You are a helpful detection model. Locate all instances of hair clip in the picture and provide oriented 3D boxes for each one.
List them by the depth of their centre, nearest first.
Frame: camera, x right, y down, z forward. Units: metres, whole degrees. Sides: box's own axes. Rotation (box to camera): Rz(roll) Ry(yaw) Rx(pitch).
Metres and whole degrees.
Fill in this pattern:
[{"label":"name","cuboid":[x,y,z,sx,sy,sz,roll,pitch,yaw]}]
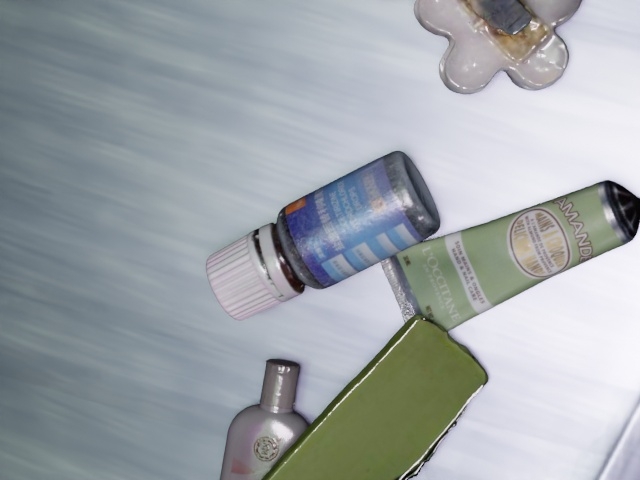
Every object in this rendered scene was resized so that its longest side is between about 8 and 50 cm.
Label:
[{"label":"hair clip","cuboid":[0.114,-0.232,1.247,0.146,0.075,0.257,-43,74,9]}]

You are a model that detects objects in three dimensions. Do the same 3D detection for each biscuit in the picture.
[{"label":"biscuit","cuboid":[0.014,0.208,1.270,0.099,0.038,0.322,41,94,-8]}]

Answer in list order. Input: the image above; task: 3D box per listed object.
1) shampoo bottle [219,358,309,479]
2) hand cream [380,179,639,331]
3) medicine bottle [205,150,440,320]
[{"label":"shampoo bottle","cuboid":[-0.047,0.190,1.308,0.080,0.040,0.165,11,95,10]},{"label":"hand cream","cuboid":[0.167,0.012,1.246,0.235,0.055,0.086,-23,85,21]},{"label":"medicine bottle","cuboid":[0.000,0.000,1.272,0.203,0.083,0.083,-28,84,15]}]
